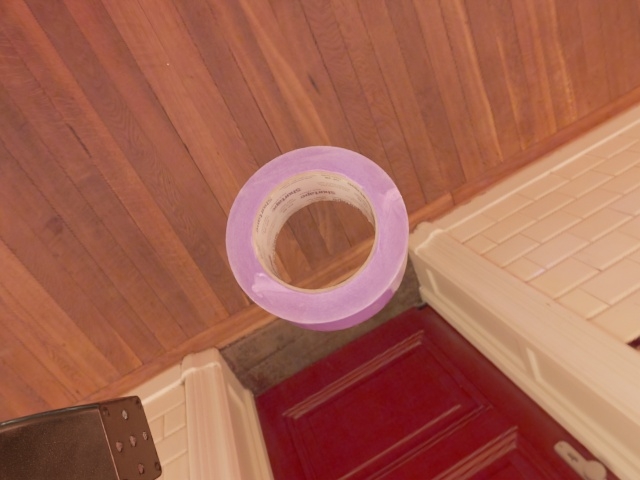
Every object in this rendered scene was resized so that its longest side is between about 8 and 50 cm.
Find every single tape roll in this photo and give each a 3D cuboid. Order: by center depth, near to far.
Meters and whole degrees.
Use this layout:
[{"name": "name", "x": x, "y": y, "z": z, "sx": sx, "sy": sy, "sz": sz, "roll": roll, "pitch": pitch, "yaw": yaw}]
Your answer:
[{"name": "tape roll", "x": 0.000, "y": 0.000, "z": 0.494, "sx": 0.189, "sy": 0.189, "sz": 0.080, "roll": -37, "pitch": 160, "yaw": -2}]

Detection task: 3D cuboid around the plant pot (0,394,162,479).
[{"name": "plant pot", "x": -0.344, "y": 0.319, "z": 0.653, "sx": 0.167, "sy": 0.187, "sz": 0.188, "roll": -24, "pitch": 75, "yaw": -2}]
